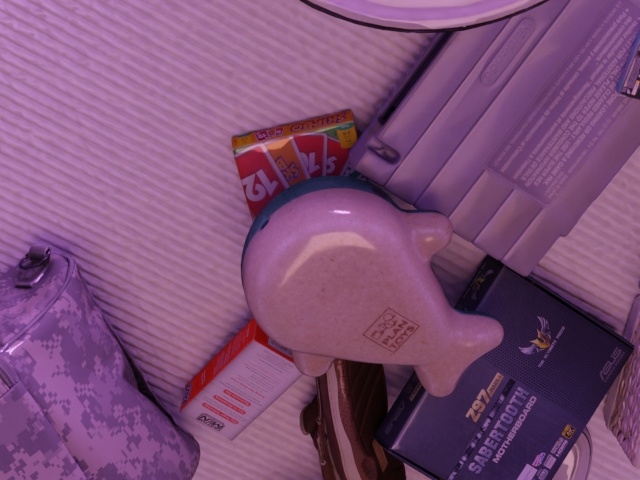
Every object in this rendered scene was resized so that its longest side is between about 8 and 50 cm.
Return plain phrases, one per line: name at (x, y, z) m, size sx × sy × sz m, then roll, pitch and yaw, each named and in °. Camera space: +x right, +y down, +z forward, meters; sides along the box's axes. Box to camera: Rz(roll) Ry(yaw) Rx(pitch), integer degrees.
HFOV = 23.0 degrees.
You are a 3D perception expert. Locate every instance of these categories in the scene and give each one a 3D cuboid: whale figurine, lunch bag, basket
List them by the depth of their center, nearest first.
whale figurine at (0.048, 0.043, 1.536) m, size 0.272 × 0.141 × 0.216 m, roll 32°, pitch 111°, yaw -24°
lunch bag at (-0.277, 0.192, 1.578) m, size 0.256 × 0.212 × 0.305 m, roll -44°, pitch 119°, yaw -29°
basket at (0.382, 0.156, 1.678) m, size 0.113 × 0.103 × 0.167 m, roll 4°, pitch 117°, yaw -8°

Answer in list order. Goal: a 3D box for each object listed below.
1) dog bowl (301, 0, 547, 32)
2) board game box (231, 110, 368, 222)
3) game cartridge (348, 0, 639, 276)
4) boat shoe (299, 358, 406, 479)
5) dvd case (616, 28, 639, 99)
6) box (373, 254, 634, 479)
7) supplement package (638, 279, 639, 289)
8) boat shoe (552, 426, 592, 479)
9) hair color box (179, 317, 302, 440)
dog bowl at (0.088, -0.389, 1.310) m, size 0.408 × 0.150 × 0.408 m, roll 0°, pitch 113°, yaw 1°
board game box at (0.000, 0.000, 1.606) m, size 0.124 × 0.039 × 0.259 m, roll -13°, pitch 121°, yaw 3°
game cartridge at (0.220, -0.157, 1.512) m, size 0.230 × 0.068 × 0.355 m, roll 30°, pitch 107°, yaw -23°
boat shoe at (0.017, 0.193, 1.675) m, size 0.095 × 0.095 × 0.257 m, roll 6°, pitch 126°, yaw 28°
dvd case at (0.349, -0.165, 1.488) m, size 0.119 × 0.013 × 0.087 m, roll 13°, pitch 112°, yaw -12°
box at (0.192, 0.158, 1.648) m, size 0.183 × 0.059 × 0.232 m, roll 33°, pitch 89°, yaw -19°
supplement package at (0.408, 0.003, 1.596) m, size 0.105 × 0.105 × 0.179 m, roll 9°, pitch 117°, yaw -9°
boat shoe at (0.215, 0.315, 1.736) m, size 0.096 × 0.088 × 0.267 m, roll 35°, pitch 100°, yaw -4°
hair color box at (-0.080, 0.145, 1.653) m, size 0.072 × 0.043 × 0.141 m, roll 32°, pitch 125°, yaw -19°
